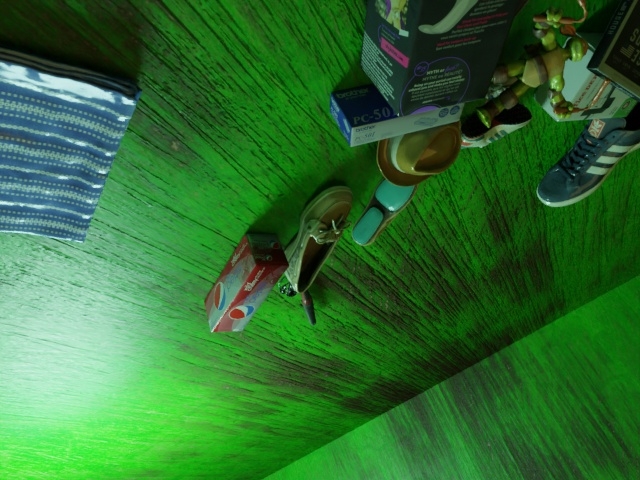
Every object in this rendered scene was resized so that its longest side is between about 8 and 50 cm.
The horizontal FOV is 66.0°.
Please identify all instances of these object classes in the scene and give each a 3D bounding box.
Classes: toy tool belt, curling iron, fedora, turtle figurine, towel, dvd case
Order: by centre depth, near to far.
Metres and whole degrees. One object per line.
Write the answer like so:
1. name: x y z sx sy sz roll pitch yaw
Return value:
1. towel: -0.421 -0.118 0.700 0.243 0.040 0.336 7 135 -37
2. turtle figurine: 0.364 -0.305 0.850 0.217 0.087 0.269 -24 135 15
3. dvd case: 0.593 -0.389 0.876 0.179 0.029 0.239 13 108 -30
4. fedora: 0.203 -0.178 0.933 0.194 0.079 0.194 -13 123 -21
5. toy tool belt: 0.341 -0.288 0.940 0.083 0.052 0.051 -26 138 3
6. curling iron: -0.050 0.163 1.324 0.068 0.035 0.274 -21 146 1

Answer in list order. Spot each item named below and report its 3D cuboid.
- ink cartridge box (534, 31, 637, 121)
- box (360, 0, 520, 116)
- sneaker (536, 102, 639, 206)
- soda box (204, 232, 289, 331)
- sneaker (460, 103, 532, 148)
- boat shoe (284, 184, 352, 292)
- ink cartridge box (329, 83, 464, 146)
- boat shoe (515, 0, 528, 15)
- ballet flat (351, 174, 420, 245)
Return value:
1. ink cartridge box: 0.565 -0.328 0.993 0.208 0.087 0.153 -9 143 -21
2. box: 0.166 -0.334 0.681 0.165 0.143 0.270 -16 145 -16
3. sneaker: 0.650 -0.230 1.163 0.350 0.131 0.148 -45 135 18
4. soda box: -0.173 0.101 1.108 0.083 0.092 0.263 5 137 -35
5. sneaker: 0.359 -0.236 1.032 0.161 0.057 0.075 -20 163 -9
6. boat shoe: 0.000 0.000 1.082 0.104 0.089 0.285 -1 139 -30
7. ink cartridge box: 0.129 -0.229 0.844 0.207 0.097 0.046 -16 145 -13
8. boat shoe: 0.289 -0.388 0.765 0.073 0.073 0.207 -47 175 -49
9. ballet flat: 0.148 -0.082 1.099 0.073 0.080 0.232 -29 163 -51
